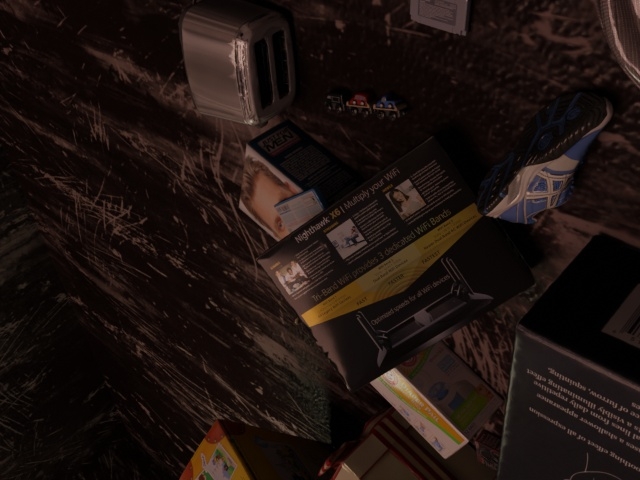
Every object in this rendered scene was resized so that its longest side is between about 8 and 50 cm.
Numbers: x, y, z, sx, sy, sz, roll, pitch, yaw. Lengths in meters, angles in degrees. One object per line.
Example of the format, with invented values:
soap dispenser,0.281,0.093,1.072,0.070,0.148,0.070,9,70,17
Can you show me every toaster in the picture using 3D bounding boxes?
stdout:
toaster,-0.127,-0.288,1.081,0.146,0.129,0.227,25,136,31

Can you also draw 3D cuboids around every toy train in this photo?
toy train,0.065,-0.203,1.013,0.158,0.027,0.036,18,123,42

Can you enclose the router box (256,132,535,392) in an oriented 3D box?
router box,0.103,0.035,0.975,0.309,0.081,0.243,-34,94,16

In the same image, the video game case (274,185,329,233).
video game case,0.000,0.000,1.100,0.119,0.015,0.166,-18,105,53

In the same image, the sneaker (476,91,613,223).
sneaker,0.277,-0.095,0.824,0.081,0.080,0.211,21,142,-14

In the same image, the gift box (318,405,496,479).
gift box,0.143,0.491,1.352,0.258,0.255,0.276,42,136,19

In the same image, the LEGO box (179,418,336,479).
LEGO box,-0.034,0.641,1.485,0.373,0.193,0.500,26,-170,-37

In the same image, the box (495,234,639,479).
box,0.403,0.244,0.845,0.294,0.212,0.395,27,138,34

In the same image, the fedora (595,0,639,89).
fedora,0.334,-0.203,0.587,0.244,0.124,0.275,11,129,47

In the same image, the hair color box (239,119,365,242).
hair color box,0.019,-0.029,1.162,0.347,0.105,0.174,41,145,19

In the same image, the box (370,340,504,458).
box,0.196,0.260,1.207,0.203,0.114,0.103,44,146,15

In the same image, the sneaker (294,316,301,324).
sneaker,0.030,0.184,1.380,0.188,0.071,0.066,25,138,37

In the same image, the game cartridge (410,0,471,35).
game cartridge,0.147,-0.288,0.839,0.083,0.017,0.056,30,144,31

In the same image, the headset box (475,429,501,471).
headset box,0.320,0.389,1.249,0.083,0.032,0.062,18,134,40
